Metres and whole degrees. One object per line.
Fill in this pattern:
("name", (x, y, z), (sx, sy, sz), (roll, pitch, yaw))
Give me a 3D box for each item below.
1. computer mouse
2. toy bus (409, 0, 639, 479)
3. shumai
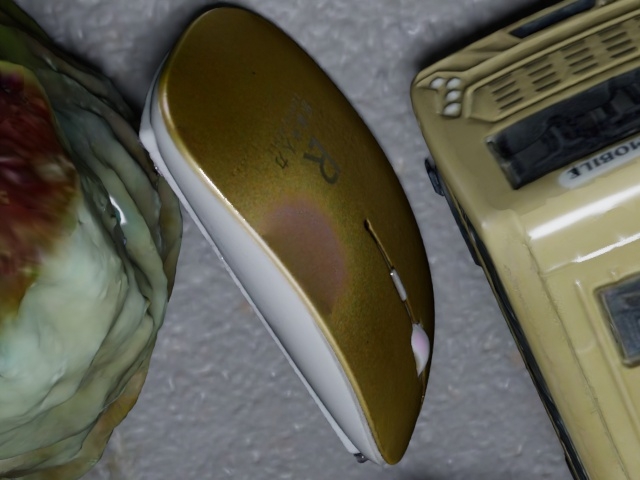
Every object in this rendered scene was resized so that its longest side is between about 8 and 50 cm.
("computer mouse", (0.000, 0.000, 0.877), (0.056, 0.126, 0.245), (-14, 123, 29))
("toy bus", (0.185, 0.064, 0.888), (0.177, 0.202, 0.365), (-25, 120, 5))
("shumai", (-0.193, 0.031, 0.755), (0.309, 0.263, 0.304), (-1, 103, -16))
